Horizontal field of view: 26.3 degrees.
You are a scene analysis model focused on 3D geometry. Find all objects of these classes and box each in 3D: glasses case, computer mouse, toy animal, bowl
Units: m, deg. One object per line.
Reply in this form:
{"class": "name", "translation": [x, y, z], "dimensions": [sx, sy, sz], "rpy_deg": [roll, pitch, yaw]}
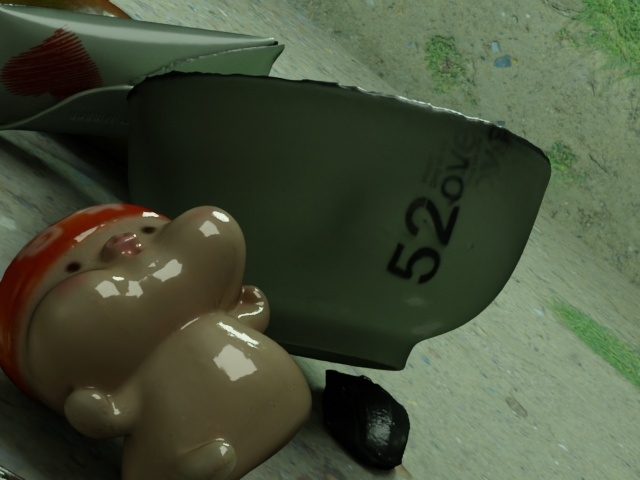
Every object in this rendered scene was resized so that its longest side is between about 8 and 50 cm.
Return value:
{"class": "glasses case", "translation": [-0.177, -0.143, 1.211], "dimensions": [0.308, 0.128, 0.083], "rpy_deg": [3, 66, -26]}
{"class": "computer mouse", "translation": [0.042, 0.145, 1.172], "dimensions": [0.079, 0.047, 0.135], "rpy_deg": [33, 13, -21]}
{"class": "toy animal", "translation": [-0.104, 0.066, 0.847], "dimensions": [0.198, 0.171, 0.171], "rpy_deg": [47, 15, 9]}
{"class": "bowl", "translation": [0.000, 0.000, 1.116], "dimensions": [0.354, 0.185, 0.354], "rpy_deg": [10, -8, 1]}

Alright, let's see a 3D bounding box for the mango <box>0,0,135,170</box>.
{"class": "mango", "translation": [-0.208, -0.152, 1.349], "dimensions": [0.289, 0.129, 0.146], "rpy_deg": [44, -1, -14]}

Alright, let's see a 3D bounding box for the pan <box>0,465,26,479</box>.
{"class": "pan", "translation": [-0.108, 0.175, 0.714], "dimensions": [0.212, 0.040, 0.115], "rpy_deg": [38, 13, -29]}
